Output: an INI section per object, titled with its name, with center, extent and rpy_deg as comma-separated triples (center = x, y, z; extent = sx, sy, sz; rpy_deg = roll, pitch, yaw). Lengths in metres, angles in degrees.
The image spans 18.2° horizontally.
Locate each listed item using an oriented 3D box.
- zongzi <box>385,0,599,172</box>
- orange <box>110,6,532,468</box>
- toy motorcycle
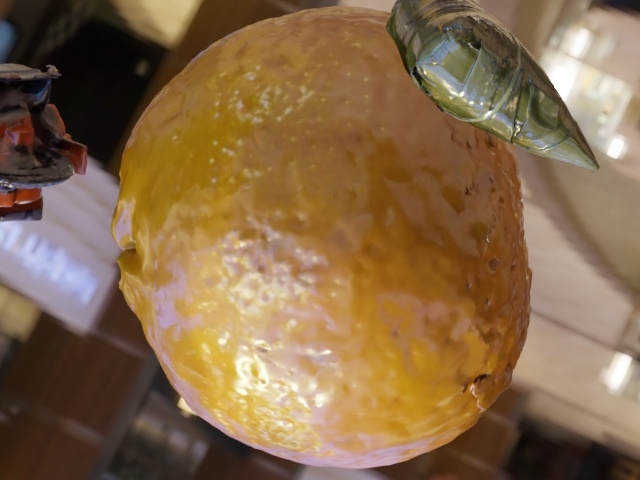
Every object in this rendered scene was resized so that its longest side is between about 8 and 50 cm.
[zongzi]
center = 0.100, -0.102, 1.198
extent = 0.130, 0.062, 0.154
rpy_deg = 32, -166, -20
[orange]
center = 0.000, 0.000, 1.446
extent = 0.293, 0.341, 0.340
rpy_deg = -6, 168, 1
[toy motorcycle]
center = -0.352, -0.069, 1.517
extent = 0.325, 0.148, 0.221
rpy_deg = -5, -158, -33
